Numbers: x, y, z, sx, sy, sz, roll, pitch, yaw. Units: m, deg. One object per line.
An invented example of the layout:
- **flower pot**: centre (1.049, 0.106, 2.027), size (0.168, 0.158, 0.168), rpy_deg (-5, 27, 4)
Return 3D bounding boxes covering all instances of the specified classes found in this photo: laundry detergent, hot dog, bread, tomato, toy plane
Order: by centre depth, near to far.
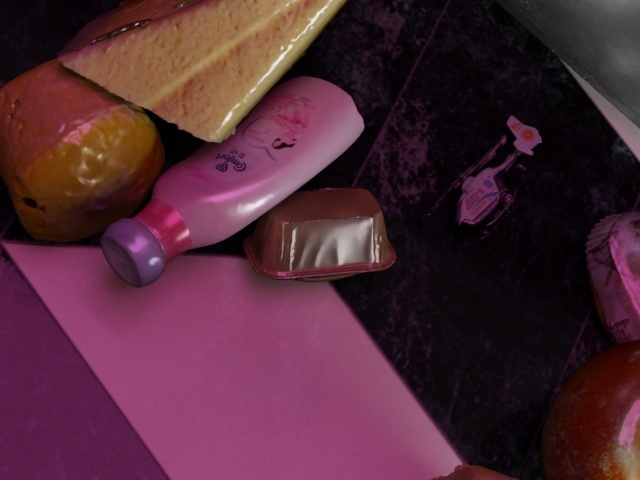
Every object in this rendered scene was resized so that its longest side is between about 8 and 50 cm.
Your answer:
- **bread**: centre (-0.280, -0.104, 1.863), size (0.197, 0.197, 0.170), rpy_deg (-25, 66, -21)
- **tomato**: centre (0.381, 0.245, 1.883), size (0.270, 0.222, 0.270), rpy_deg (2, 82, -17)
- **bread**: centre (-0.055, -0.327, 1.884), size (0.242, 0.346, 0.405), rpy_deg (37, 108, -6)
- **laundry detergent**: centre (-0.107, -0.069, 1.887), size (0.335, 0.159, 0.088), rpy_deg (-38, 125, -28)
- **hot dog**: centre (0.413, 0.088, 2.028), size (0.144, 0.075, 0.268), rpy_deg (-17, 80, -15)
- **toy plane**: centre (0.212, -0.070, 2.044), size (0.078, 0.053, 0.197), rpy_deg (38, 70, 10)

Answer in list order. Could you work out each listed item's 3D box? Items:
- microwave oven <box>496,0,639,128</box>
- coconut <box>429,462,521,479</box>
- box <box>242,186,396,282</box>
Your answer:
- **microwave oven**: centre (0.472, -0.305, 2.009), size (0.432, 0.374, 0.236), rpy_deg (41, 69, -1)
- **coconut**: centre (0.180, 0.412, 1.711), size (0.360, 0.346, 0.346), rpy_deg (22, 67, -15)
- **box**: centre (0.000, 0.000, 1.939), size (0.177, 0.111, 0.111), rpy_deg (-6, 73, -15)
